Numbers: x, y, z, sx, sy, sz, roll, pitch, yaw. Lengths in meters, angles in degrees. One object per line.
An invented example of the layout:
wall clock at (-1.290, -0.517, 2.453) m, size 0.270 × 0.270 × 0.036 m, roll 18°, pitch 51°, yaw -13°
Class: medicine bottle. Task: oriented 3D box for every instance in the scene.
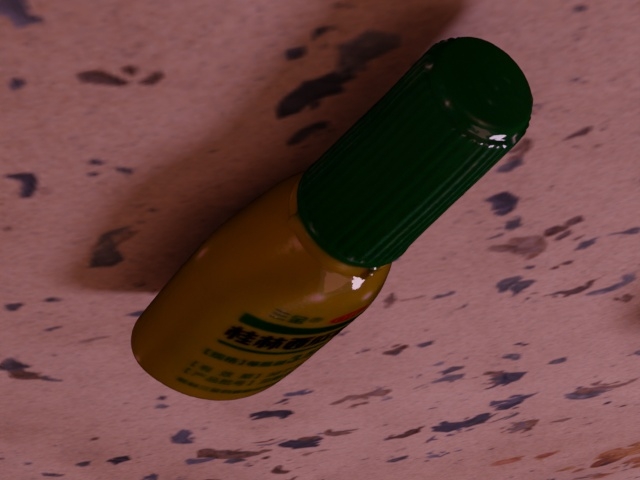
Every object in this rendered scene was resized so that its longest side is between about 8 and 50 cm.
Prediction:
medicine bottle at (0.000, 0.000, 0.541) m, size 0.095 × 0.064 × 0.260 m, roll 1°, pitch 153°, yaw -30°
